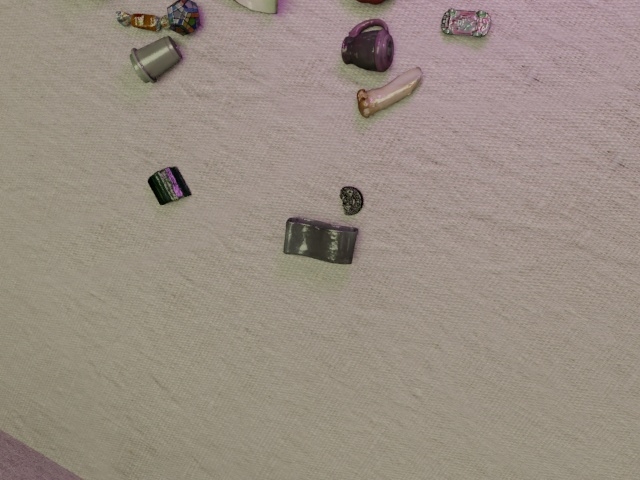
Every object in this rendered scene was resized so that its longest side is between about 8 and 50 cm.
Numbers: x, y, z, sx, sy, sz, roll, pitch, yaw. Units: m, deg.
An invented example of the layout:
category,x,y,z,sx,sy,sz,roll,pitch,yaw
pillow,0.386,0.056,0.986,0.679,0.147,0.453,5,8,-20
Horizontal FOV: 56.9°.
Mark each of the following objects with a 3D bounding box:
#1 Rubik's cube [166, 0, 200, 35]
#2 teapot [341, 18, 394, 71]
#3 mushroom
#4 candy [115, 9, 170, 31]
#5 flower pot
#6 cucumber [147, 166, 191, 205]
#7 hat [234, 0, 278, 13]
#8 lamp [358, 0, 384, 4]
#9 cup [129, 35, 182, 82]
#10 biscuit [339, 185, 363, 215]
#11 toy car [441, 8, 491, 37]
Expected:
category,x,y,z,sx,sy,sz,roll,pitch,yaw
Rubik's cube,-0.418,-0.684,1.806,0.111,0.093,0.111,3,104,11
teapot,0.131,-0.560,1.693,0.146,0.116,0.148,8,107,22
mushroom,0.203,-0.436,1.725,0.209,0.071,0.084,-24,63,14
candy,-0.555,-0.690,1.862,0.182,0.046,0.053,10,100,6
flower pot,0.000,0.000,1.841,0.229,0.103,0.108,12,104,10
cucumber,-0.507,-0.173,1.949,0.116,0.062,0.115,-26,91,15
hat,-0.152,-0.814,1.705,0.258,0.168,0.301,24,132,30
lamp,0.145,-0.750,1.635,0.182,0.140,0.182,4,107,12
cup,-0.510,-0.568,1.844,0.141,0.120,0.120,-25,95,8
biscuit,0.092,-0.123,1.833,0.087,0.027,0.089,31,107,5
toy car,0.407,-0.604,1.647,0.142,0.055,0.069,15,104,24
